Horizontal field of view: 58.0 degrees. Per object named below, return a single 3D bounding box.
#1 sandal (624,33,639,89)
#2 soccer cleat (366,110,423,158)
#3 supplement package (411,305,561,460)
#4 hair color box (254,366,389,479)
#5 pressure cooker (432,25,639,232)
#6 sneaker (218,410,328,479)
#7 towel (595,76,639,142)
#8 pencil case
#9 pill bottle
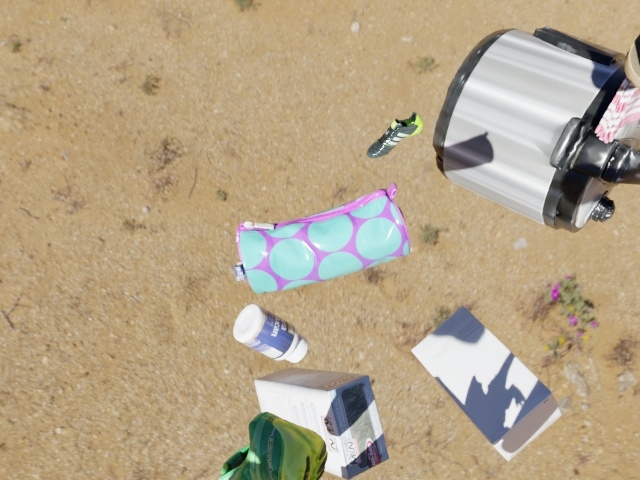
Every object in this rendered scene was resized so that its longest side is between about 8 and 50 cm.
[{"bbox_3d":[0.377,-0.206,0.500,0.240,0.079,0.088,-31,83,16],"label":"sandal"},{"bbox_3d":[0.199,-0.292,1.592,0.179,0.072,0.060,-32,50,6],"label":"soccer cleat"},{"bbox_3d":[0.391,0.336,1.375,0.175,0.177,0.293,-41,47,0],"label":"supplement package"},{"bbox_3d":[-0.013,0.406,1.341,0.114,0.375,0.185,-13,89,-31],"label":"hair color box"},{"bbox_3d":[0.503,-0.220,1.227,0.421,0.375,0.370,32,65,29],"label":"pressure cooker"},{"bbox_3d":[-0.078,0.349,0.802,0.124,0.295,0.109,32,29,25],"label":"sneaker"},{"bbox_3d":[0.492,-0.247,0.856,0.144,0.197,0.029,-30,58,-33],"label":"towel"},{"bbox_3d":[0.000,0.000,0.513,0.152,0.070,0.064,-15,28,3],"label":"pencil case"},{"bbox_3d":[-0.112,0.225,1.361,0.169,0.094,0.094,35,62,-32],"label":"pill bottle"}]
